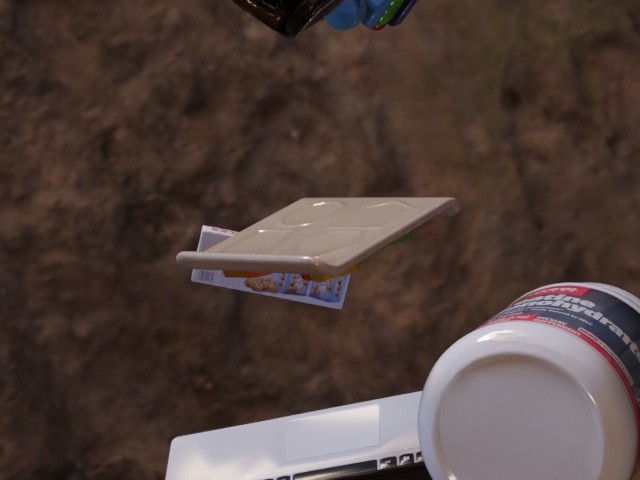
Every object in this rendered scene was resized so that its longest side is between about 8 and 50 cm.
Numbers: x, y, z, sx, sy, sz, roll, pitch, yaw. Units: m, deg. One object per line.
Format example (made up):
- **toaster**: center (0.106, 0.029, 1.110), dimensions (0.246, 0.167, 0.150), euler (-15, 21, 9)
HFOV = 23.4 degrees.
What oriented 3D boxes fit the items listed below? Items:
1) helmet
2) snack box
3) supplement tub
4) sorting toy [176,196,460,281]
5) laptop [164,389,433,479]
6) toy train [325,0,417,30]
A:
- **helmet**: center (-0.026, -0.309, 1.609), dimensions (0.169, 0.161, 0.169), euler (37, 177, 2)
- **snack box**: center (-0.055, 0.032, 1.776), dimensions (0.022, 0.178, 0.064), euler (-103, 25, -70)
- **supplement tub**: center (0.216, 0.144, 1.403), dimensions (0.191, 0.191, 0.272), euler (65, -155, 1)
- **sorting toy**: center (0.000, 0.000, 1.444), dimensions (0.208, 0.193, 0.038), euler (-24, -72, -44)
- **laptop**: center (-0.029, 0.228, 1.672), dimensions (0.408, 0.382, 0.236), euler (-88, -15, -59)
- **toy train**: center (-0.002, -0.359, 1.908), dimensions (0.248, 0.105, 0.143), euler (46, -144, 11)
